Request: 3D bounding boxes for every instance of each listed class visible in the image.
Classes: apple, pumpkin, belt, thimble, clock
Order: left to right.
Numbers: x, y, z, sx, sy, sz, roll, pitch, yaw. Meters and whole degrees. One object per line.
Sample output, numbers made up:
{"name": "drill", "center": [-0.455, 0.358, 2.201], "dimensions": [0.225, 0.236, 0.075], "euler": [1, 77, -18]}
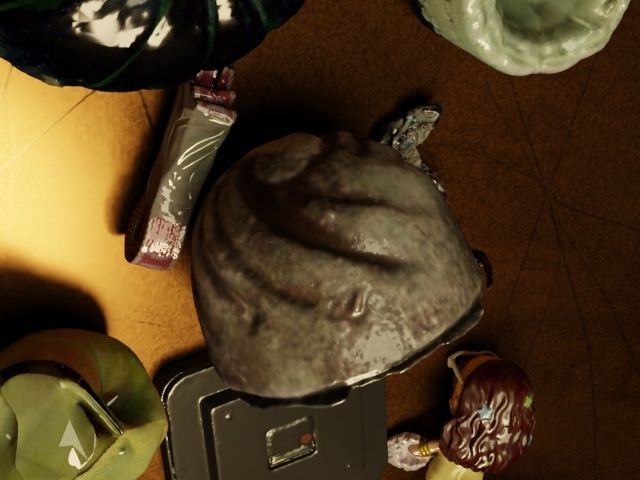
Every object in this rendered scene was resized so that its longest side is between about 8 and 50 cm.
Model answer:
{"name": "apple", "center": [-0.265, 0.187, 1.602], "dimensions": [0.188, 0.174, 0.207], "euler": [-38, 138, 23]}
{"name": "pumpkin", "center": [-0.161, -0.298, 1.278], "dimensions": [0.363, 0.266, 0.363], "euler": [-14, 122, -23]}
{"name": "belt", "center": [-0.136, -0.074, 1.572], "dimensions": [0.053, 0.071, 0.232], "euler": [10, 114, -26]}
{"name": "clock", "center": [-0.046, 0.219, 1.840], "dimensions": [0.279, 0.049, 0.273], "euler": [-20, 128, -20]}
{"name": "thimble", "center": [0.203, -0.277, 1.594], "dimensions": [0.237, 0.150, 0.237], "euler": [-17, 129, -23]}

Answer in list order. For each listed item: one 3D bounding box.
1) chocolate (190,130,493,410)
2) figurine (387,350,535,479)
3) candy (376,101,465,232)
{"name": "chocolate", "center": [0.000, 0.000, 1.580], "dimensions": [0.303, 0.303, 0.213], "euler": [-29, 110, -13]}
{"name": "figurine", "center": [0.181, 0.250, 1.956], "dimensions": [0.175, 0.116, 0.240], "euler": [5, 117, -34]}
{"name": "candy", "center": [0.117, -0.052, 1.758], "dimensions": [0.094, 0.051, 0.226], "euler": [-26, 130, -18]}
